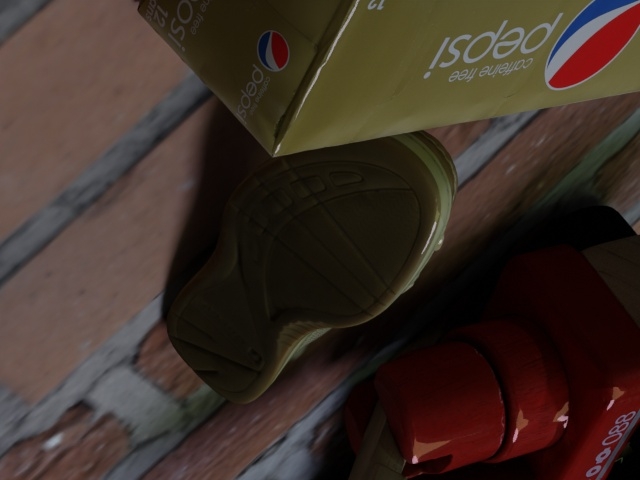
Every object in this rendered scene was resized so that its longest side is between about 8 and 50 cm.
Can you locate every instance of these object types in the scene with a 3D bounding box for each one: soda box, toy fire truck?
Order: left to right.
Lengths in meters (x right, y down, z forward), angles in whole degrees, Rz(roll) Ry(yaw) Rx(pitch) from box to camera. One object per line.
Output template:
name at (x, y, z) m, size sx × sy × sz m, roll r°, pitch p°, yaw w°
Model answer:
toy fire truck at (0.045, 0.123, 0.721) m, size 0.246 × 0.158 × 0.217 m, roll -12°, pitch 143°, yaw -30°
soda box at (0.041, -0.073, 0.482) m, size 0.181 × 0.061 × 0.058 m, roll -14°, pitch 143°, yaw -46°

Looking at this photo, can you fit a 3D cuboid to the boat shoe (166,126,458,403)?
boat shoe at (0.001, 0.002, 0.529) m, size 0.048 × 0.056 × 0.153 m, roll -42°, pitch 175°, yaw -35°
